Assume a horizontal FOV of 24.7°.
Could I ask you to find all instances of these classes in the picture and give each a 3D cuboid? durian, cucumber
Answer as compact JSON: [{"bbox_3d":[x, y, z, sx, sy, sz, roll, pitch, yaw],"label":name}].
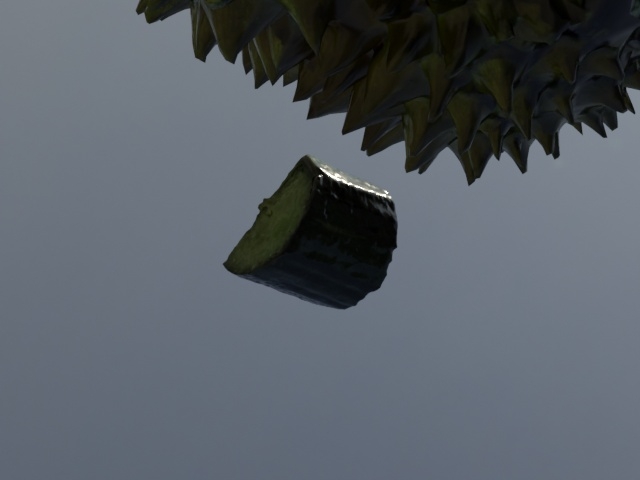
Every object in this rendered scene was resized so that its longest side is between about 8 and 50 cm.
[{"bbox_3d":[0.041,-0.151,0.491,0.224,0.291,0.291,14,-104,46],"label":"durian"},{"bbox_3d":[0.000,0.000,1.196,0.116,0.115,0.062,-59,-139,10],"label":"cucumber"}]
